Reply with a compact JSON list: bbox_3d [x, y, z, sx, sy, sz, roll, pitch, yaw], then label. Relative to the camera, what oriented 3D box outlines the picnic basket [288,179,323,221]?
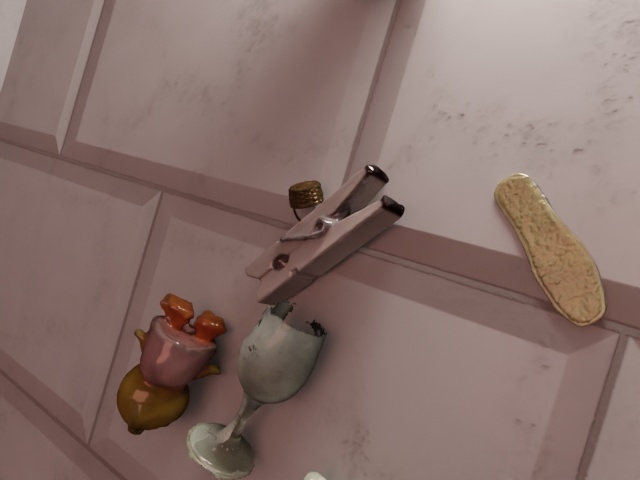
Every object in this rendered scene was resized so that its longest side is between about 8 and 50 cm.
[{"bbox_3d":[-0.024,-0.068,0.954,0.072,0.072,0.083,1,114,33],"label":"picnic basket"}]

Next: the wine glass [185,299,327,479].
[{"bbox_3d":[-0.110,0.265,0.899,0.143,0.143,0.321,39,102,31],"label":"wine glass"}]

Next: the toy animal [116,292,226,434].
[{"bbox_3d":[-0.313,0.271,1.016,0.195,0.169,0.281,28,102,-2],"label":"toy animal"}]

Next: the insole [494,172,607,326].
[{"bbox_3d":[0.334,0.006,0.734,0.081,0.011,0.248,-34,65,24],"label":"insole"}]

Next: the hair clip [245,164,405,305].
[{"bbox_3d":[-0.003,0.000,0.907,0.331,0.085,0.101,-37,62,24],"label":"hair clip"}]

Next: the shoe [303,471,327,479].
[{"bbox_3d":[0.034,0.509,0.798,0.110,0.095,0.265,-10,82,25],"label":"shoe"}]
